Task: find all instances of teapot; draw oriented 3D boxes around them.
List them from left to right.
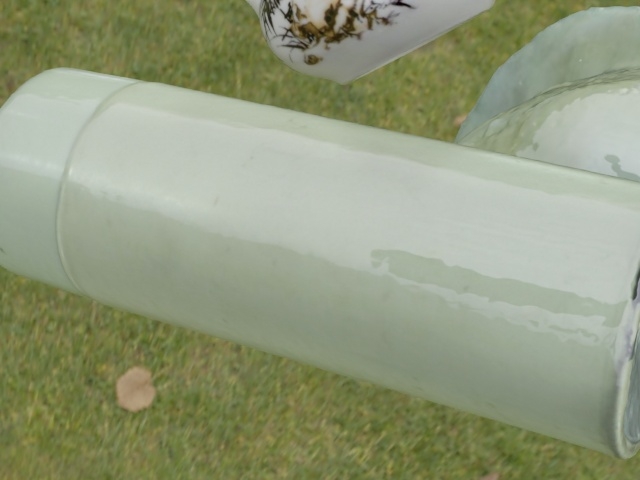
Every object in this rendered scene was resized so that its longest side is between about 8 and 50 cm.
[{"bbox_3d":[0.060,-0.223,1.022,0.166,0.299,0.208,59,25,10],"label":"teapot"}]

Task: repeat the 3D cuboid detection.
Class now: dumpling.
[{"bbox_3d":[0.181,-0.025,0.917,0.212,0.320,0.270,-20,108,-59],"label":"dumpling"}]

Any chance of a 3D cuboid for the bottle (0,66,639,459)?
[{"bbox_3d":[0.000,0.000,0.376,0.201,0.072,0.072,15,52,26],"label":"bottle"}]
